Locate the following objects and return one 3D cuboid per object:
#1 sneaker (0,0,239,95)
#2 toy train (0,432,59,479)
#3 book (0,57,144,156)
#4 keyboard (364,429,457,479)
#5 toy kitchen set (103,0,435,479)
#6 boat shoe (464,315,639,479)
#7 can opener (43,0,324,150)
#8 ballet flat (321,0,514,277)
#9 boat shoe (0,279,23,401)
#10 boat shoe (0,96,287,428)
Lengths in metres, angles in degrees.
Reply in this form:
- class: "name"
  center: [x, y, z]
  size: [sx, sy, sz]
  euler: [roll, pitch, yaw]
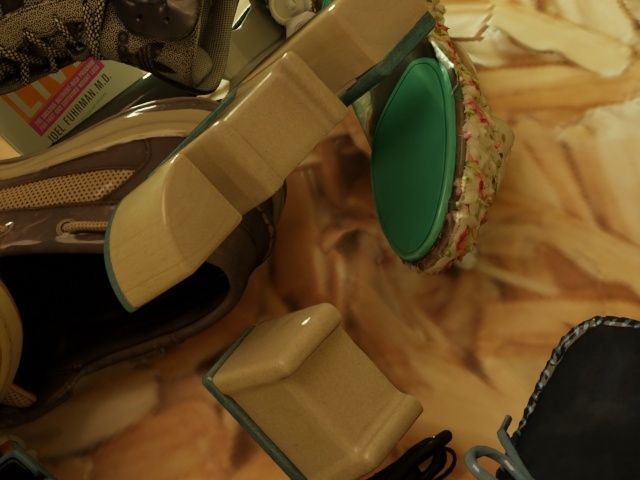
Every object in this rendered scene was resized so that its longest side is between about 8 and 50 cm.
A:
- class: "sneaker"
  center: [-0.145, -0.118, 0.839]
  size: [0.153, 0.101, 0.268]
  euler: [39, 78, 17]
- class: "toy train"
  center: [-0.212, 0.175, 0.798]
  size: [0.184, 0.080, 0.105]
  euler: [-39, 37, 3]
- class: "book"
  center: [-0.182, -0.110, 0.956]
  size: [0.096, 0.144, 0.035]
  euler: [-51, 44, -10]
- class: "keyboard"
  center: [0.039, 0.183, 0.647]
  size: [0.317, 0.033, 0.201]
  euler: [-37, 48, 4]
- class: "toy kitchen set"
  center: [0.000, 0.000, 0.735]
  size: [0.207, 0.166, 0.122]
  euler: [-48, 10, -34]
- class: "boat shoe"
  center: [0.099, 0.139, 0.560]
  size: [0.109, 0.089, 0.258]
  euler: [-5, 58, 28]
- class: "can opener"
  center: [-0.080, -0.082, 0.930]
  size: [0.280, 0.074, 0.093]
  euler: [-37, 9, 3]
- class: "ballet flat"
  center: [0.062, -0.072, 0.801]
  size: [0.091, 0.077, 0.241]
  euler: [-54, 34, 34]
- class: "boat shoe"
  center: [-0.271, 0.099, 0.780]
  size: [0.341, 0.121, 0.110]
  euler: [-37, 9, 43]
- class: "boat shoe"
  center: [-0.189, 0.031, 0.841]
  size: [0.355, 0.132, 0.130]
  euler: [-24, 31, 19]
